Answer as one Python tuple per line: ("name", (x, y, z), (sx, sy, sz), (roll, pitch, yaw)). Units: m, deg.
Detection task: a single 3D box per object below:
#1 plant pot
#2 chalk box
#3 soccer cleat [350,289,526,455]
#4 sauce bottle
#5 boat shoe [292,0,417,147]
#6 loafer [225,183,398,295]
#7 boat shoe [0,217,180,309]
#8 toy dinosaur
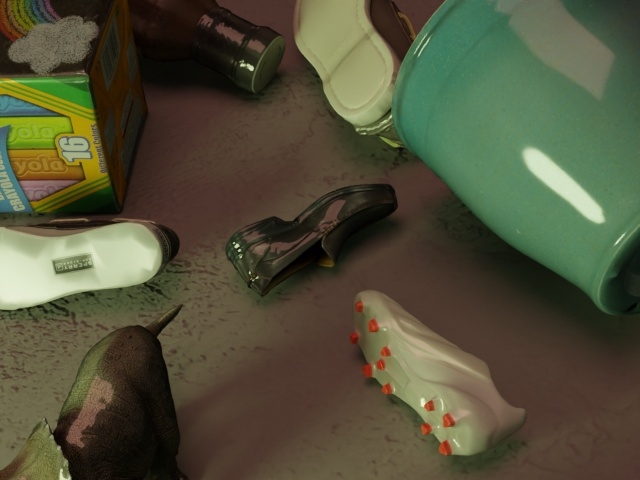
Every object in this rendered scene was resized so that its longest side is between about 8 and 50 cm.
("plant pot", (0.242, -0.086, 1.315), (0.272, 0.271, 0.255), (-25, 57, -17))
("chalk box", (-0.339, -0.146, 1.539), (0.289, 0.179, 0.180), (0, 43, 8))
("soccer cleat", (0.092, 0.106, 1.267), (0.076, 0.068, 0.196), (-13, 40, -26))
("sauce bottle", (-0.202, -0.263, 1.656), (0.344, 0.111, 0.111), (28, 52, 14))
("boat shoe", (0.048, -0.200, 1.597), (0.109, 0.091, 0.305), (-43, 35, 20))
("loafer", (0.000, 0.000, 1.414), (0.170, 0.062, 0.061), (-24, 65, -11))
("boat shoe", (-0.239, 0.019, 1.430), (0.219, 0.077, 0.070), (-4, 7, 13))
("toy dinosaur", (-0.157, 0.146, 1.193), (0.121, 0.160, 0.313), (14, 48, 25))
